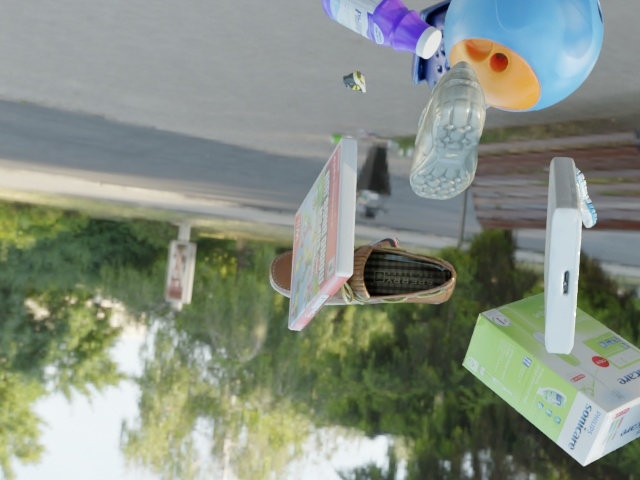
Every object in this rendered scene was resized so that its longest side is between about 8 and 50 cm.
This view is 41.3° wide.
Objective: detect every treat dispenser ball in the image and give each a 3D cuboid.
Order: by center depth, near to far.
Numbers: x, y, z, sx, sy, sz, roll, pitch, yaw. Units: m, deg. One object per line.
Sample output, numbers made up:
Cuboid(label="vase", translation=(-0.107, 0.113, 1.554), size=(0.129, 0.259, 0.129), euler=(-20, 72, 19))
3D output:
Cuboid(label="treat dispenser ball", translation=(0.373, -0.383, 1.574), size=(0.288, 0.288, 0.288), euler=(6, 176, 0))

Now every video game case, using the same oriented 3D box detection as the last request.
Cuboid(label="video game case", translation=(0.000, 0.000, 1.256), size=(0.025, 0.203, 0.285), euler=(8, 158, -12))

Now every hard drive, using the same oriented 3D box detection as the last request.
Cuboid(label="hard drive", translation=(0.352, 0.009, 1.242), size=(0.040, 0.202, 0.307), euler=(3, -162, 14))

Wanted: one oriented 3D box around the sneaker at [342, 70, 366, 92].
Cuboid(label="sneaker", translation=(0.062, -0.292, 1.560), size=(0.035, 0.031, 0.083), euler=(-8, 170, 12))

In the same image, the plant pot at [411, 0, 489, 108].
Cuboid(label="plant pot", translation=(0.359, -0.468, 2.056), size=(0.236, 0.235, 0.212), euler=(-30, -129, -31))

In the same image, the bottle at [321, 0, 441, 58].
Cuboid(label="bottle", translation=(0.132, -0.488, 1.859), size=(0.283, 0.092, 0.118), euler=(35, 165, 23))

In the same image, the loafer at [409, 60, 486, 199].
Cuboid(label="loafer", translation=(0.214, -0.170, 1.414), size=(0.112, 0.111, 0.319), euler=(9, 155, -1))

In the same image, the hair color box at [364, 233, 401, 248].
Cuboid(label="hair color box", translation=(0.121, 0.046, 1.984), size=(0.141, 0.071, 0.043), euler=(-23, 151, 17))

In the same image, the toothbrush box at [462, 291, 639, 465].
Cuboid(label="toothbrush box", translation=(0.424, 0.224, 1.462), size=(0.206, 0.122, 0.283), euler=(-12, -142, -36))

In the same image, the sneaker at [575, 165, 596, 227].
Cuboid(label="sneaker", translation=(0.679, -0.106, 2.281), size=(0.083, 0.190, 0.071), euler=(-29, -155, 1))

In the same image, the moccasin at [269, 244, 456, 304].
Cuboid(label="moccasin", translation=(0.084, 0.073, 1.729), size=(0.380, 0.139, 0.147), euler=(8, 167, 6))
